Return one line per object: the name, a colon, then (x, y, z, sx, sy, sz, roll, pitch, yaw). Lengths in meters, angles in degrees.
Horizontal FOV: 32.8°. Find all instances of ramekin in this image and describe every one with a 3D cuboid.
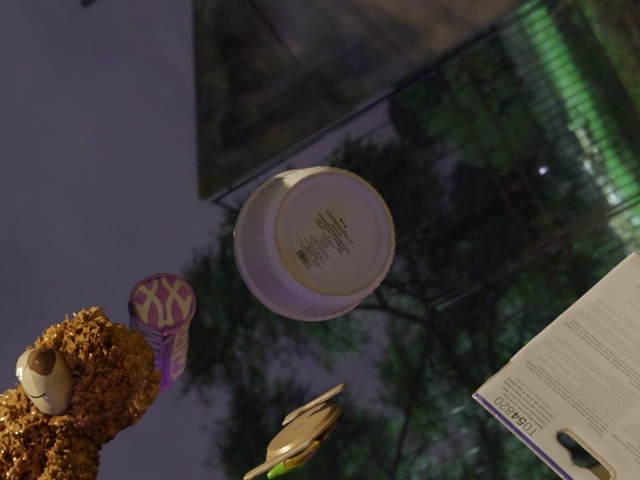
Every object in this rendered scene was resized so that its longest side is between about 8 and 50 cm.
ramekin: (0.000, 0.000, 1.417, 0.207, 0.207, 0.109, 60, 158, -3)

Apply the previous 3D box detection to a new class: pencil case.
pencil case: (-0.204, 0.118, 1.395, 0.088, 0.086, 0.206, 63, 160, 20)

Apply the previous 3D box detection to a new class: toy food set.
toy food set: (-0.021, 0.268, 1.472, 0.038, 0.132, 0.192, 55, -157, -5)

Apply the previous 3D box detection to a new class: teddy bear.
teddy bear: (-0.292, 0.215, 1.033, 0.113, 0.338, 0.245, 33, -156, -27)

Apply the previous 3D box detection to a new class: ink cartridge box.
ink cartridge box: (0.289, 0.147, 0.969, 0.223, 0.224, 0.045, 43, 160, 30)
